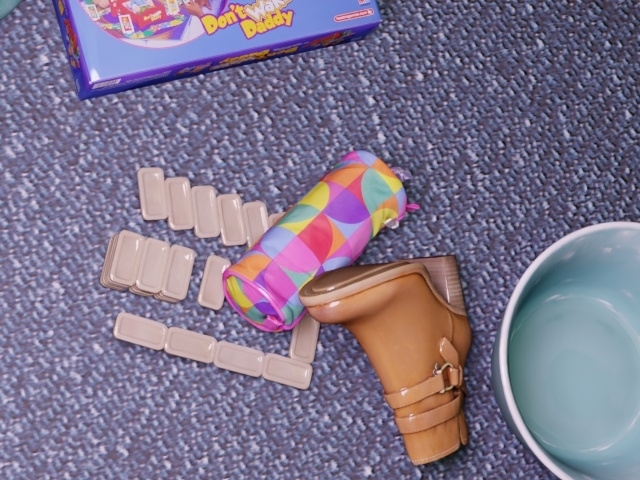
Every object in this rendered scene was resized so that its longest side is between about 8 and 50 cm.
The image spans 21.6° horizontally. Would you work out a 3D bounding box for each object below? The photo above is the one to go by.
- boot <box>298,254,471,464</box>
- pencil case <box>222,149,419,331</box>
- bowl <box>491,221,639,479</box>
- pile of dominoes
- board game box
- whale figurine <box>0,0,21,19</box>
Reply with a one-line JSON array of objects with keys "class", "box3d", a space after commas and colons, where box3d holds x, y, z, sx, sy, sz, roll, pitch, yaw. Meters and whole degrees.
[{"class": "boot", "box3d": [0.079, 0.133, 1.800, 0.109, 0.283, 0.220, -5, 90, 27]}, {"class": "pencil case", "box3d": [0.000, 0.000, 1.841, 0.236, 0.104, 0.104, -43, 94, -24]}, {"class": "bowl", "box3d": [0.318, 0.145, 1.890, 0.311, 0.163, 0.311, 3, 79, -16]}, {"class": "pile of dominoes", "box3d": [-0.114, 0.044, 1.856, 0.251, 0.040, 0.196, 18, 73, -21]}, {"class": "board game box", "box3d": [-0.129, -0.311, 1.881, 0.347, 0.078, 0.233, -14, 85, -19]}, {"class": "whale figurine", "box3d": [-0.377, -0.339, 1.793, 0.216, 0.141, 0.272, -8, 56, 16]}]
